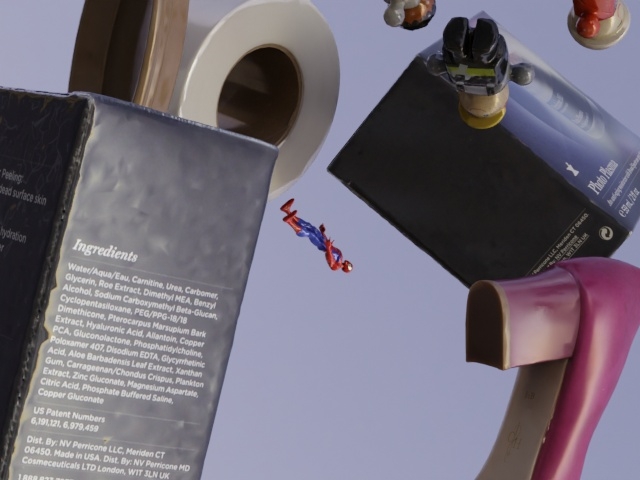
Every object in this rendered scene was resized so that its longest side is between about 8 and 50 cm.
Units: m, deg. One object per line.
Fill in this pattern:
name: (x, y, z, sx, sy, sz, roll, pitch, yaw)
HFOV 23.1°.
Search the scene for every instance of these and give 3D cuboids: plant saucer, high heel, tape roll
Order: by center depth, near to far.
high heel: (0.219, 0.204, 1.388, 0.127, 0.181, 0.377, 25, -64, 58)
plant saucer: (-0.173, -0.171, 1.397, 0.278, 0.041, 0.277, -169, -90, -68)
tape roll: (-0.120, -0.174, 1.737, 0.169, 0.246, 0.246, 23, -44, 39)

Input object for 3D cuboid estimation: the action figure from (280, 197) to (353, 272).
action figure: (0.000, 0.000, 1.744, 0.115, 0.030, 0.038, 48, 11, -34)

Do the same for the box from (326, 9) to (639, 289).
box: (0.207, -0.084, 1.749, 0.294, 0.296, 0.182, 39, -64, 4)

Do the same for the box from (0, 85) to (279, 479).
box: (-0.111, 0.020, 0.643, 0.156, 0.093, 0.158, 14, -89, 53)

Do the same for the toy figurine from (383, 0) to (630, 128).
toy figurine: (0.168, -0.238, 1.485, 0.213, 0.209, 0.148, 51, -5, 26)
